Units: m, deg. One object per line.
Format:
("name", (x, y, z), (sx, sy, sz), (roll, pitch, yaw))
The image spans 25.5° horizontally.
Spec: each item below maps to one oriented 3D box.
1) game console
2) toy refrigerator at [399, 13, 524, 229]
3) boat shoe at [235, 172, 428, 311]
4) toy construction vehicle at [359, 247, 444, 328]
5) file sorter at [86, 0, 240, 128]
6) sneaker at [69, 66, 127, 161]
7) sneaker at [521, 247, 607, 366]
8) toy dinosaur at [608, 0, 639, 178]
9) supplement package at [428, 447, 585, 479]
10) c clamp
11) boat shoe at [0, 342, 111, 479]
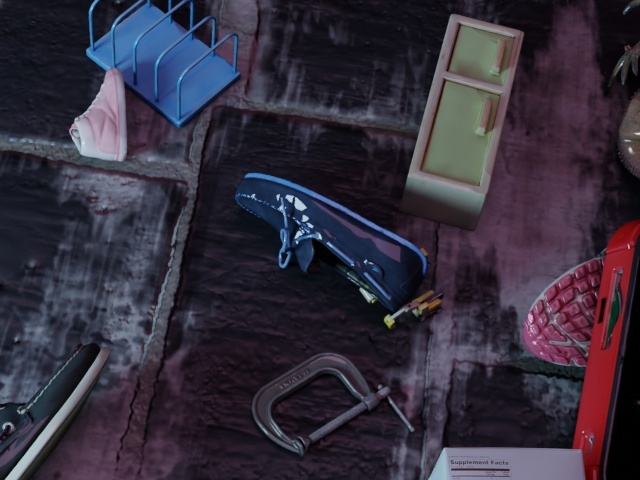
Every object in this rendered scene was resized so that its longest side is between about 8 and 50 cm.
("game console", (0.454, 0.185, 1.598), (0.342, 0.060, 0.386), (22, 67, -18))
("toy refrigerator", (0.183, -0.157, 1.816), (0.102, 0.094, 0.269), (15, 58, 3))
("boat shoe", (0.000, 0.000, 1.688), (0.258, 0.109, 0.089), (25, 78, 23))
("toy construction vehicle", (0.104, 0.056, 1.715), (0.098, 0.035, 0.086), (-24, 65, -19))
("file sorter", (-0.202, -0.255, 1.826), (0.170, 0.104, 0.118), (39, 63, 15))
("sneaker", (-0.282, -0.162, 1.792), (0.070, 0.051, 0.134), (0, 64, -12))
("sneaker", (0.362, 0.064, 1.691), (0.299, 0.112, 0.121), (-27, 88, -24))
("toy dinosaur", (0.445, -0.173, 1.846), (0.200, 0.127, 0.295), (25, 72, 17))
("supplement package", (0.189, 0.343, 1.461), (0.149, 0.194, 0.203), (2, 60, -6))
("c clamp", (0.008, 0.195, 1.629), (0.161, 0.022, 0.137), (-24, 65, -20))
("boat shoe", (-0.357, 0.226, 1.511), (0.113, 0.127, 0.340), (35, 71, 1))
